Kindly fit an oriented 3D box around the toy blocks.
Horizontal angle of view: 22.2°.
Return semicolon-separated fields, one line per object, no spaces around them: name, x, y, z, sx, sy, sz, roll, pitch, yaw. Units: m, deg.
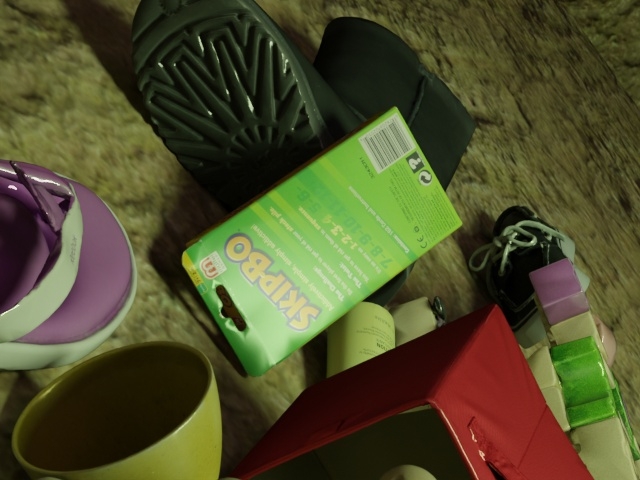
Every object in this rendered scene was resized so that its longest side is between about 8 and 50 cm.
toy blocks;0.259;0.186;1.553;0.260;0.309;0.288;56;18;-56

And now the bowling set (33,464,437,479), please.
bowling set;-0.051;0.248;0.933;0.154;0.287;0.200;-79;160;-56

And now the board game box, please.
board game box;0.000;0.000;1.390;0.259;0.039;0.124;-36;101;-33

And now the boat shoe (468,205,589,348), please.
boat shoe;0.238;0.027;1.882;0.105;0.113;0.306;42;21;-6

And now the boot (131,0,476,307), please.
boot;0.002;-0.158;1.653;0.367;0.146;0.445;57;25;-13

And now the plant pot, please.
plant pot;-0.117;0.142;1.043;0.134;0.134;0.095;-83;156;-60

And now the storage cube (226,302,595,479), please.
storage cube;0.069;0.186;1.181;0.184;0.215;0.193;60;26;-6

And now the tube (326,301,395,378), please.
tube;0.037;0.156;1.381;0.070;0.062;0.240;4;43;-1

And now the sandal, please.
sandal;-0.222;0.001;1.060;0.169;0.102;0.416;56;23;10
